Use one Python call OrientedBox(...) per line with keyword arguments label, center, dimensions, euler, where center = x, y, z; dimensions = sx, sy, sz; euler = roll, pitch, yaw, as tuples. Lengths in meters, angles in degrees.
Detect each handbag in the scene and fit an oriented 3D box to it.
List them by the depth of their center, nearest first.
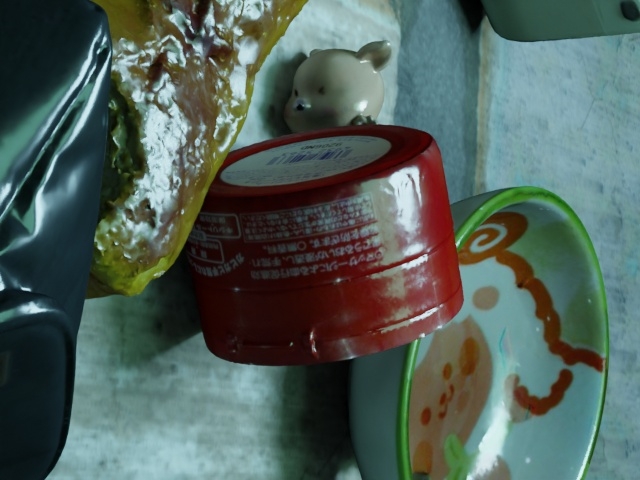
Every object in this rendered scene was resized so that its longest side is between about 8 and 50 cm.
OrientedBox(label="handbag", center=(-0.201, 0.045, 0.910), dimensions=(0.302, 0.178, 0.275), euler=(112, 0, -58))

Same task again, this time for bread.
OrientedBox(label="bread", center=(-0.103, -0.148, 1.237), dimensions=(0.185, 0.109, 0.380), euler=(57, 47, -41))

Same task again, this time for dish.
OrientedBox(label="dish", center=(0.109, 0.112, 1.559), dimensions=(0.324, 0.124, 0.324), euler=(-12, 105, -52))

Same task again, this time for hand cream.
OrientedBox(label="hand cream", center=(0.000, 0.000, 1.320), dimensions=(0.193, 0.193, 0.125), euler=(-33, 118, -53))

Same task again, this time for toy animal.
OrientedBox(label="toy animal", center=(0.015, -0.084, 1.449), dimensions=(0.089, 0.083, 0.150), euler=(-47, 141, -63))

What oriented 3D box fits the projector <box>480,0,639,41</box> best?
OrientedBox(label="projector", center=(0.239, -0.345, 1.641), dimensions=(0.248, 0.249, 0.249), euler=(-62, 138, -36))
